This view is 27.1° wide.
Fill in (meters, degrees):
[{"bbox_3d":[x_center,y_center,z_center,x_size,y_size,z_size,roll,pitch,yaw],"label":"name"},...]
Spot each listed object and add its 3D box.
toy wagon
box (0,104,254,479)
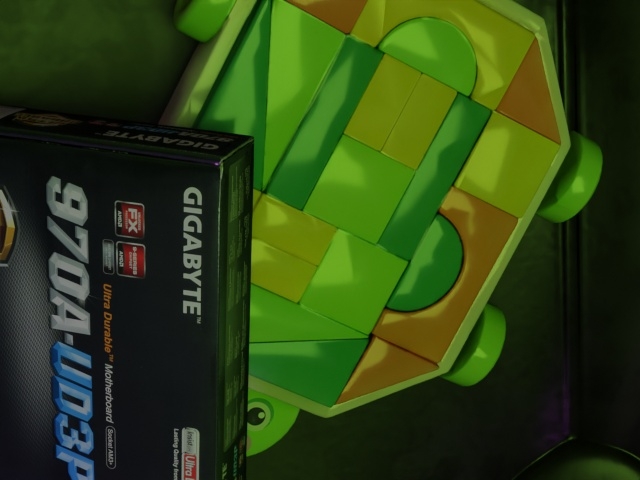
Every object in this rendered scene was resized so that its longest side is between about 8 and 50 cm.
[{"bbox_3d":[0.000,0.000,0.774,0.267,0.068,0.344,25,98,-20],"label":"toy wagon"},{"bbox_3d":[-0.126,0.043,0.710,0.175,0.051,0.220,9,111,14],"label":"box"}]
